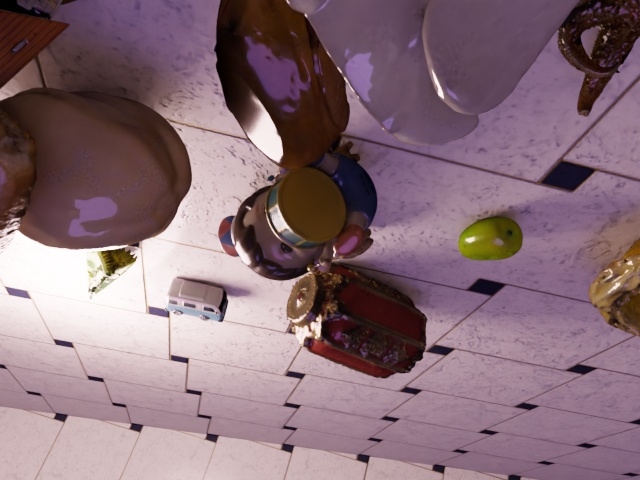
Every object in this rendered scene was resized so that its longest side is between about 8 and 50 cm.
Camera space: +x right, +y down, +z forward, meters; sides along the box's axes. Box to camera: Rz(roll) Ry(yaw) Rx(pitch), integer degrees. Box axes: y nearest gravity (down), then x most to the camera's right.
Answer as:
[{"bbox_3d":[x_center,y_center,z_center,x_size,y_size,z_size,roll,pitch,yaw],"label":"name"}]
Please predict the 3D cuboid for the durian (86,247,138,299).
[{"bbox_3d":[-0.392,0.054,1.034,0.086,0.100,0.215,20,153,-25],"label":"durian"}]

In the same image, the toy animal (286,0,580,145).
[{"bbox_3d":[0.108,-0.224,0.366,0.265,0.271,0.206,-28,161,26],"label":"toy animal"}]

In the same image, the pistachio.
[{"bbox_3d":[-0.311,-0.087,0.696,0.332,0.207,0.226,8,144,33],"label":"pistachio"}]

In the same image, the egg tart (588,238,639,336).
[{"bbox_3d":[0.542,0.061,0.824,0.288,0.118,0.288,6,151,3],"label":"egg tart"}]

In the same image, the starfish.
[{"bbox_3d":[0.294,-0.192,0.506,0.146,0.074,0.190,6,149,5],"label":"starfish"}]

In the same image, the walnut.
[{"bbox_3d":[-0.037,-0.170,0.560,0.137,0.137,0.245,-2,140,16],"label":"walnut"}]

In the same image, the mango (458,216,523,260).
[{"bbox_3d":[0.253,0.000,0.846,0.073,0.056,0.108,26,148,-17],"label":"mango"}]

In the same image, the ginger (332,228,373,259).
[{"bbox_3d":[-0.002,0.002,0.895,0.174,0.069,0.051,5,131,9],"label":"ginger"}]

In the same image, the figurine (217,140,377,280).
[{"bbox_3d":[-0.043,-0.023,0.775,0.158,0.161,0.275,-19,171,-35],"label":"figurine"}]

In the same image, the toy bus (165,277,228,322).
[{"bbox_3d":[-0.253,0.121,1.153,0.123,0.060,0.075,13,145,-4],"label":"toy bus"}]

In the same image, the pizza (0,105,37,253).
[{"bbox_3d":[-0.376,-0.105,0.582,0.251,0.287,0.074,-1,-171,39],"label":"pizza"}]

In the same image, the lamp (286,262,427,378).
[{"bbox_3d":[0.072,0.154,1.039,0.274,0.177,0.177,28,143,-26],"label":"lamp"}]

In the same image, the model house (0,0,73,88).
[{"bbox_3d":[-0.329,-0.250,0.491,0.208,0.135,0.219,-10,145,29],"label":"model house"}]
